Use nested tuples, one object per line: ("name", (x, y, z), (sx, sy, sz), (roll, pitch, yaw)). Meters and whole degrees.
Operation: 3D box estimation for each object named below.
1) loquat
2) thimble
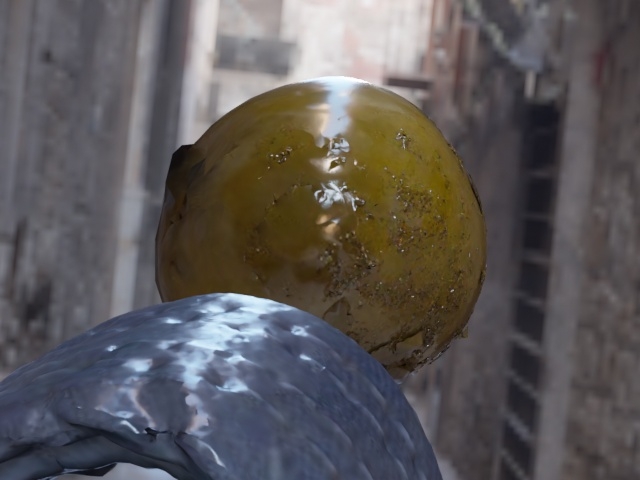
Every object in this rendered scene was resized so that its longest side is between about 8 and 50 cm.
("loquat", (0.000, 0.000, 1.348), (0.235, 0.235, 0.235), (6, 1, 0))
("thimble", (-0.074, 0.132, 0.830), (0.236, 0.205, 0.172), (4, 10, 19))
